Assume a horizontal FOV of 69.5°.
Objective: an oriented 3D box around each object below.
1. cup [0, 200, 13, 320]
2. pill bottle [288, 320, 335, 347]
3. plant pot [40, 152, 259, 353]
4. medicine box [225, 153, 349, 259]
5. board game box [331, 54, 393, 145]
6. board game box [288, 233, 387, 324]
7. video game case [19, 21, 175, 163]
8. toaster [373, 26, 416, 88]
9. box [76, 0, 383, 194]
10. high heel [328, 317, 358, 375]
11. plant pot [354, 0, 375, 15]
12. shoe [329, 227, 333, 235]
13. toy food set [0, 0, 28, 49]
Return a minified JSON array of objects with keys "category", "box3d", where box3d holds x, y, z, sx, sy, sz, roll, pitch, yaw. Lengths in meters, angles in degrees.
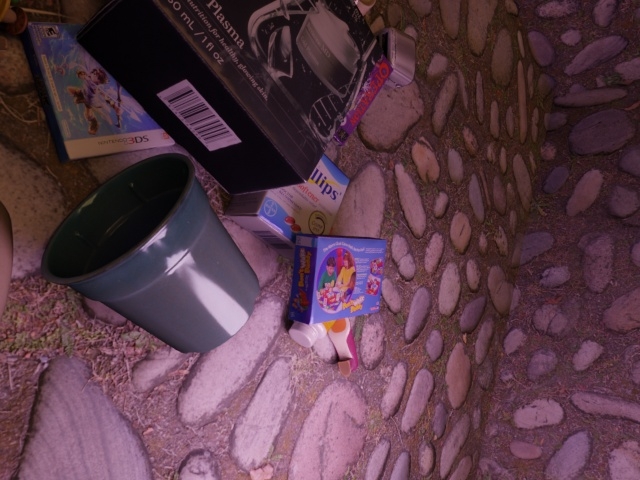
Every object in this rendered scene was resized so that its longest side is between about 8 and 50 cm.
[{"category":"cup","box3d":[-0.616,0.021,0.692,0.331,0.331,0.237,49,33,-34]},{"category":"pill bottle","box3d":[-0.005,0.224,1.435,0.215,0.117,0.117,-51,124,-34]},{"category":"plant pot","box3d":[-0.317,0.051,0.981,0.341,0.341,0.334,-59,136,-28]},{"category":"medicine box","box3d":[-0.086,-0.128,1.330,0.263,0.149,0.289,38,64,-39]},{"category":"board game box","box3d":[0.095,-0.515,1.535,0.208,0.056,0.346,42,75,-42]},{"category":"board game box","box3d":[0.061,0.103,1.338,0.347,0.078,0.233,3,94,-52]},{"category":"video game case","box3d":[-0.467,-0.321,0.996,0.244,0.061,0.269,-24,107,-45]},{"category":"toaster","box3d":[0.270,-0.691,1.719,0.146,0.129,0.227,5,88,-44]},{"category":"box","box3d":[-0.162,-0.440,1.047,0.480,0.297,0.471,47,56,-34]},{"category":"high heel","box3d":[0.085,0.330,1.576,0.117,0.082,0.244,-1,76,-74]},{"category":"plant pot","box3d":[0.020,-0.706,1.353,0.256,0.274,0.256,1,88,-46]},{"category":"shoe","box3d":[0.000,0.000,1.478,0.081,0.063,0.178,2,84,-41]},{"category":"toy food set","box3d":[-0.594,-0.438,0.843,0.071,0.128,0.217,0,88,-76]}]
